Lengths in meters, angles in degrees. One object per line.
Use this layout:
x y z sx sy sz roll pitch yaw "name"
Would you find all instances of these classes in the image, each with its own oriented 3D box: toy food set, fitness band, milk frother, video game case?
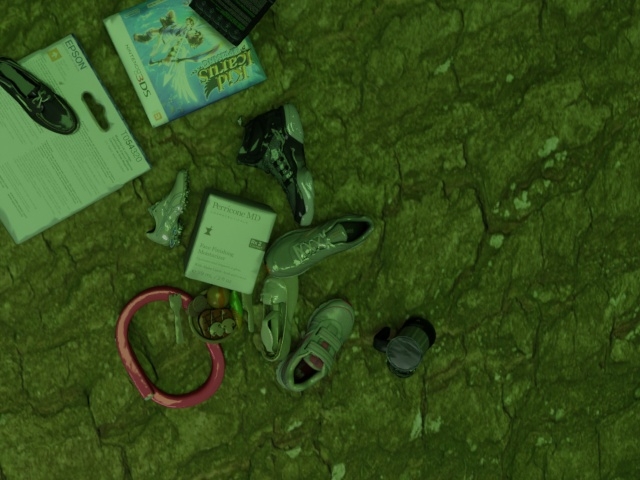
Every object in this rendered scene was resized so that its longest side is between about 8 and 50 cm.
-0.231 0.163 1.796 0.192 0.038 0.132 -8 94 -27 "toy food set"
-0.336 0.242 1.823 0.209 0.054 0.291 -26 104 -4 "fitness band"
0.195 0.266 1.871 0.129 0.135 0.143 -9 100 24 "milk frother"
-0.282 -0.400 1.716 0.269 0.061 0.244 -25 104 -5 "video game case"

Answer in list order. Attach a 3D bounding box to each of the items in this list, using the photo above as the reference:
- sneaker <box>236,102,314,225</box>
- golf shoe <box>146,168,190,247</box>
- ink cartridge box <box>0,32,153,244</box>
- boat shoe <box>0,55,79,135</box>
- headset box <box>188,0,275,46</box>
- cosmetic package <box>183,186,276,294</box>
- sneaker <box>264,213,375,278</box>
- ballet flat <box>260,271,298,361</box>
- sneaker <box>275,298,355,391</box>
-0.102 -0.155 1.771 0.153 0.101 0.268 -11 95 -7 "sneaker"
-0.331 -0.074 1.764 0.086 0.069 0.176 13 96 -5 "golf shoe"
-0.573 -0.210 1.699 0.330 0.071 0.324 -30 102 -6 "ink cartridge box"
-0.571 -0.285 1.620 0.206 0.065 0.075 43 88 -13 "boat shoe"
-0.106 -0.545 1.583 0.131 0.283 0.246 39 61 -14 "headset box"
-0.198 -0.002 1.751 0.151 0.151 0.184 16 97 -13 "cosmetic package"
0.000 0.000 1.774 0.262 0.121 0.099 -26 89 -19 "sneaker"
-0.099 0.155 1.822 0.086 0.086 0.248 1 99 -9 "ballet flat"
-0.001 0.249 1.848 0.103 0.111 0.252 32 93 -13 "sneaker"
